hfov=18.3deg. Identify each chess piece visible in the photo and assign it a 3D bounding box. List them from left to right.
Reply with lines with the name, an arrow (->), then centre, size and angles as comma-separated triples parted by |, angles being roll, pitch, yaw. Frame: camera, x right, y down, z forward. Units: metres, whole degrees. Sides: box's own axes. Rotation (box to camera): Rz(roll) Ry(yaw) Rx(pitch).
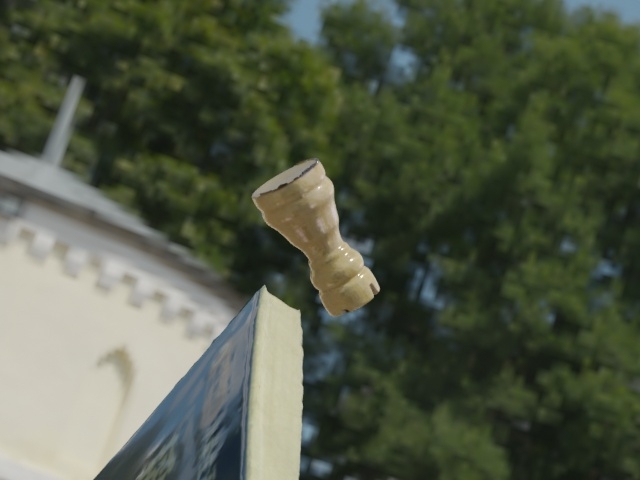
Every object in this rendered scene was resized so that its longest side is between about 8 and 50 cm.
chess piece -> 0.000, 0.000, 1.611 | 0.066, 0.066, 0.122 | -15, -73, 56

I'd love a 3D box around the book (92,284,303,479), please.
book -> -0.148, 0.246, 1.004 | 0.039, 0.300, 0.428 | 34, -68, -16
